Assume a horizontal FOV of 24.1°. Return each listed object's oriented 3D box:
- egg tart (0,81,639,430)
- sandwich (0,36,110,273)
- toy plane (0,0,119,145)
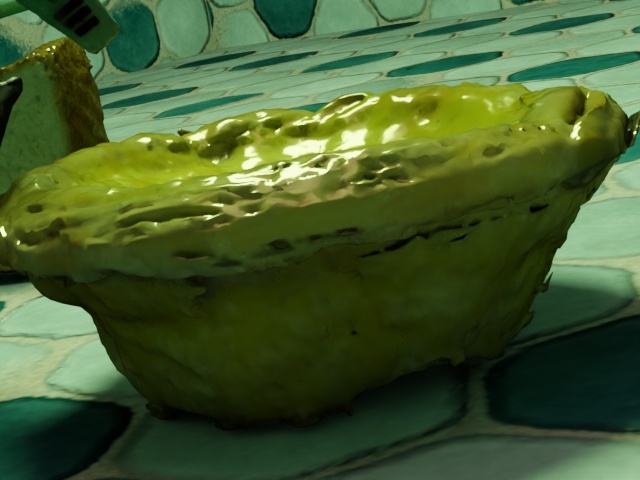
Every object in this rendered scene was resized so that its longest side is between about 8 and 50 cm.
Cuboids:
[{"bbox_3d":[0.000,0.000,0.766,0.345,0.132,0.345,-12,11,2],"label":"egg tart"},{"bbox_3d":[-0.268,-0.057,1.178,0.215,0.186,0.065,-10,14,20],"label":"sandwich"},{"bbox_3d":[-0.228,-0.065,0.838,0.106,0.155,0.381,-31,-12,-46],"label":"toy plane"}]
